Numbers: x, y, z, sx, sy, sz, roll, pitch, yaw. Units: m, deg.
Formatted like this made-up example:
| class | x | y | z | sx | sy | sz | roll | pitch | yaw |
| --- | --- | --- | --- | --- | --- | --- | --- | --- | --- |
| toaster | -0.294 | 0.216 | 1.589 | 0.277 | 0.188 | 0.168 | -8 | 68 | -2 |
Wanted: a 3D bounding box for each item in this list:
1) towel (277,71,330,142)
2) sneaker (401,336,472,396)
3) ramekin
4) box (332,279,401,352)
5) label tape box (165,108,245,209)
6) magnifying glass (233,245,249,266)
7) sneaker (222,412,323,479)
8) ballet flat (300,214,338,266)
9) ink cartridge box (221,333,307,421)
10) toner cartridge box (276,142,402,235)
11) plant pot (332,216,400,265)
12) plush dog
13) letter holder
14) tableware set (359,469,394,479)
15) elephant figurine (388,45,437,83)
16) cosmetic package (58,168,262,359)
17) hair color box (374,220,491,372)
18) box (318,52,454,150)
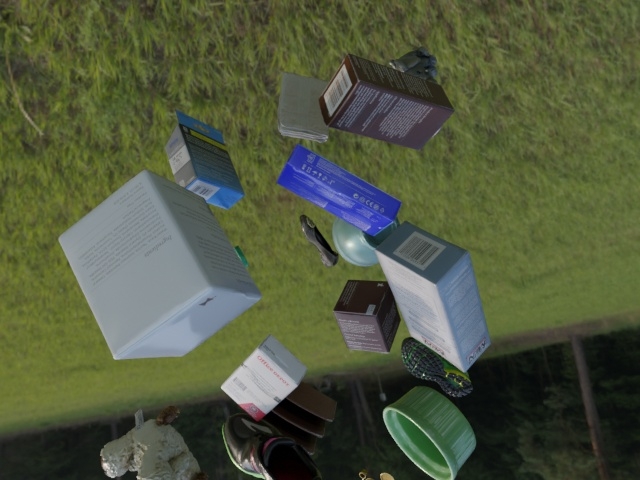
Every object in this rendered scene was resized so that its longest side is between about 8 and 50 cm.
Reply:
| class | x | y | z | sx | sy | sz | roll | pitch | yaw |
| --- | --- | --- | --- | --- | --- | --- | --- | --- | --- |
| towel | -0.056 | -0.482 | 1.864 | 0.187 | 0.282 | 0.049 | 9 | 152 | -11 |
| sneaker | 0.459 | 0.494 | 2.090 | 0.344 | 0.146 | 0.134 | 37 | 116 | -15 |
| ramekin | 0.368 | 0.635 | 1.726 | 0.148 | 0.303 | 0.303 | -35 | 176 | -25 |
| box | 0.171 | 0.270 | 1.851 | 0.167 | 0.168 | 0.203 | 1 | 129 | 29 |
| label tape box | -0.444 | -0.298 | 1.931 | 0.106 | 0.333 | 0.241 | -37 | 150 | 23 |
| magnifying glass | -0.328 | 0.055 | 2.075 | 0.026 | 0.092 | 0.231 | -29 | -166 | -10 |
| sneaker | -0.132 | 0.648 | 1.568 | 0.185 | 0.202 | 0.483 | -23 | -149 | -36 |
| ballet flat | 0.000 | 0.000 | 1.864 | 0.058 | 0.084 | 0.249 | -17 | 124 | 23 |
| ink cartridge box | -0.183 | 0.446 | 1.675 | 0.237 | 0.172 | 0.100 | -48 | 179 | 28 |
| toner cartridge box | 0.051 | -0.143 | 1.529 | 0.348 | 0.075 | 0.165 | 29 | 161 | -7 |
| plant pot | 0.219 | -0.041 | 2.170 | 0.293 | 0.292 | 0.196 | -7 | 177 | -18 |
| plush dog | -0.415 | 0.589 | 1.385 | 0.263 | 0.210 | 0.225 | 5 | 133 | 32 |
| letter holder | -0.108 | 0.718 | 2.156 | 0.152 | 0.302 | 0.214 | -55 | -173 | 26 |
| tableware set | 0.193 | 0.767 | 1.617 | 0.154 | 0.103 | 0.024 | 17 | -152 | 26 |
| elephant figurine | 0.348 | -0.634 | 1.960 | 0.186 | 0.169 | 0.239 | -32 | -164 | 40 |
| cosmetic package | -0.439 | 0.080 | 1.459 | 0.327 | 0.393 | 0.329 | -36 | 162 | 7 |
| hair color box | 0.278 | 0.142 | 1.240 | 0.114 | 0.185 | 0.374 | -42 | 135 | -16 |
| box | 0.208 | -0.426 | 1.622 | 0.382 | 0.143 | 0.191 | 9 | 141 | -31 |
